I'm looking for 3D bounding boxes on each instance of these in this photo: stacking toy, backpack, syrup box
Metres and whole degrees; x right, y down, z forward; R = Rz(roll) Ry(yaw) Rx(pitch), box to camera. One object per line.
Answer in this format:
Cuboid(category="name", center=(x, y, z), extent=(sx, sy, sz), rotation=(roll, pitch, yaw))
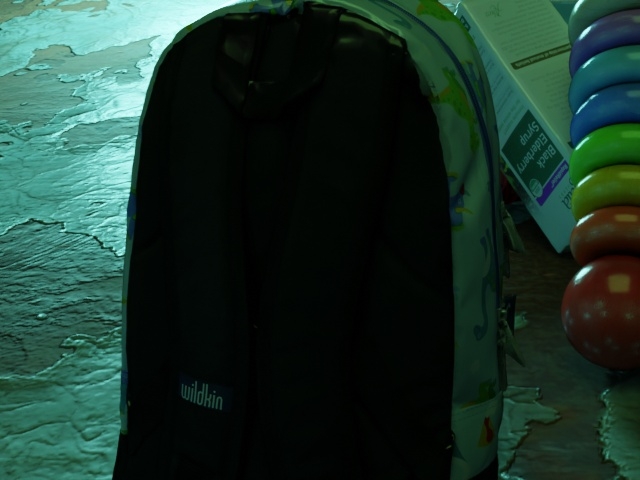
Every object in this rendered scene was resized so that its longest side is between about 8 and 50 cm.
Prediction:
Cuboid(category="stacking toy", center=(0.259, -0.050, 1.063), extent=(0.141, 0.141, 0.330), rotation=(2, 62, 18))
Cuboid(category="backpack", center=(0.000, 0.000, 0.889), extent=(0.290, 0.355, 0.273), rotation=(6, 29, 27))
Cuboid(category="syrup box", center=(0.210, -0.116, 1.215), extent=(0.096, 0.093, 0.237), rotation=(-20, 67, -26))

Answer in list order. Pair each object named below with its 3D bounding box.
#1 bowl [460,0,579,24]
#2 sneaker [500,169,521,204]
Cuboid(category="bowl", center=(0.312, -0.251, 1.519), extent=(0.311, 0.163, 0.311), rotation=(-7, 27, 3))
Cuboid(category="sneaker", center=(0.148, -0.032, 1.253), extent=(0.221, 0.087, 0.128), rotation=(-6, 45, -1))
